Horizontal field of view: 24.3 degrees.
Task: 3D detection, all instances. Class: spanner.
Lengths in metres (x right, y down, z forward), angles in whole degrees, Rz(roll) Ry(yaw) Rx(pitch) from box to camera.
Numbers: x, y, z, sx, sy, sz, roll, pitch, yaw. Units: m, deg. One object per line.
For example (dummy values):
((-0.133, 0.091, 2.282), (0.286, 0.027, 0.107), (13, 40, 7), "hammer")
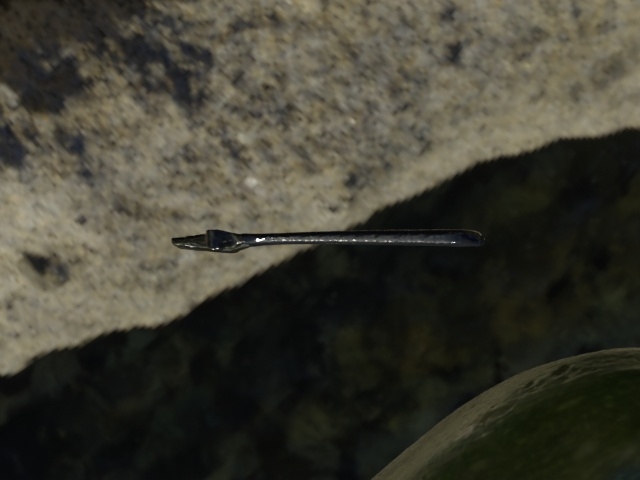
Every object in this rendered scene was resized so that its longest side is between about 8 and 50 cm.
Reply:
((0.000, 0.000, 0.866), (0.046, 0.208, 0.012), (9, 81, -59), "spanner")

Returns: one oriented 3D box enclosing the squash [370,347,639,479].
((0.167, 0.216, 0.868), (0.310, 0.310, 0.309), (12, 135, -39), "squash")
